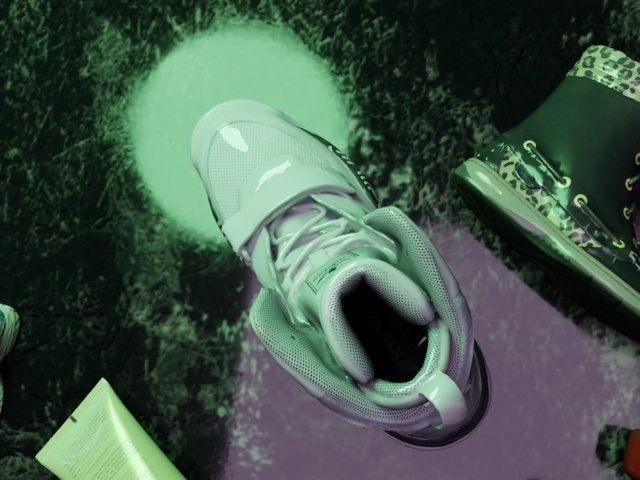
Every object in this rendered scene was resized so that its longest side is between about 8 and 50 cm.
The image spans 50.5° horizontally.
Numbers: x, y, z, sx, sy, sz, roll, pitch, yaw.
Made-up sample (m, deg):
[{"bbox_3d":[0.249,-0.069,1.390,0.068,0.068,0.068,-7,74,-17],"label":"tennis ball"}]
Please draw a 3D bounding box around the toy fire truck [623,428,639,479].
[{"bbox_3d":[0.297,0.227,0.393,0.302,0.254,0.169,15,80,13],"label":"toy fire truck"}]

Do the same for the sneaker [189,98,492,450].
[{"bbox_3d":[0.000,0.000,0.524,0.137,0.210,0.365,-38,73,0],"label":"sneaker"}]

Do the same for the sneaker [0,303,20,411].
[{"bbox_3d":[-0.330,0.123,0.634,0.052,0.058,0.135,4,78,11],"label":"sneaker"}]

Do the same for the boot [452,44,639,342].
[{"bbox_3d":[0.250,-0.038,0.554,0.236,0.085,0.178,42,85,17],"label":"boot"}]

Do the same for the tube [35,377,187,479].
[{"bbox_3d":[-0.140,0.227,0.580,0.240,0.062,0.070,36,42,21],"label":"tube"}]
